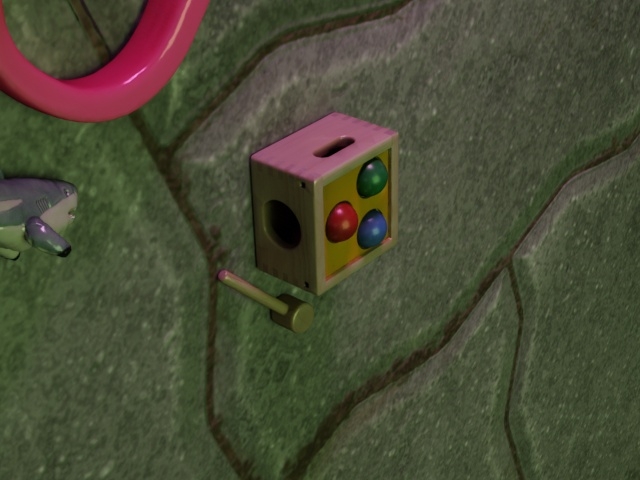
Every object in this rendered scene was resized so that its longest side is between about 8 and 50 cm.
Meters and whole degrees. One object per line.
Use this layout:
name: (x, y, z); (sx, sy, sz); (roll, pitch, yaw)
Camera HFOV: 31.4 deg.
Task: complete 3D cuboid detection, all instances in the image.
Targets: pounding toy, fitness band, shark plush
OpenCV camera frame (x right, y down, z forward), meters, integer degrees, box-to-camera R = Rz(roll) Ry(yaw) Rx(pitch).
pounding toy: (-0.006, 0.009, 1.111); (0.181, 0.094, 0.206); (-32, 132, -40)
fitness band: (-0.148, -0.227, 0.824); (0.209, 0.054, 0.291); (19, 94, -56)
shark plush: (-0.249, -0.035, 0.825); (0.161, 0.073, 0.067); (21, 71, -35)
